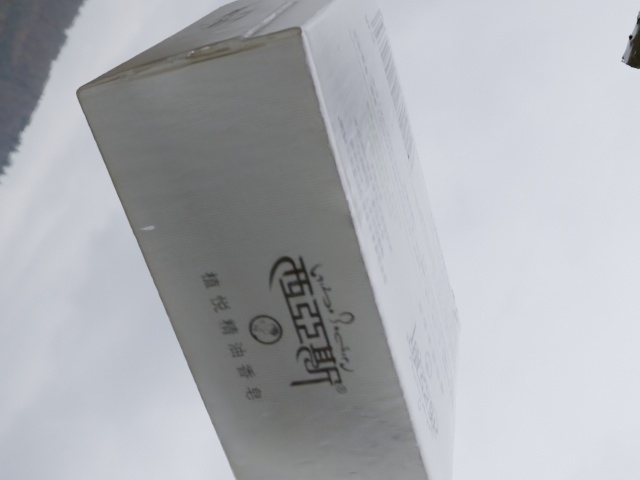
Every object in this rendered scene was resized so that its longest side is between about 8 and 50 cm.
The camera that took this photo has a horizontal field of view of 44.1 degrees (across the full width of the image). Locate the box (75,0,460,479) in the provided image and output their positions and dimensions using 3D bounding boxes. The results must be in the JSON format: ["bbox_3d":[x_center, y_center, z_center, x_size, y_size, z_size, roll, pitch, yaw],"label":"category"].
[{"bbox_3d":[0.000,0.000,0.434,0.111,0.260,0.194,-8,-157,16],"label":"box"}]

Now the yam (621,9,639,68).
[{"bbox_3d":[0.600,-0.390,1.165,0.241,0.241,0.348,34,-68,60],"label":"yam"}]
